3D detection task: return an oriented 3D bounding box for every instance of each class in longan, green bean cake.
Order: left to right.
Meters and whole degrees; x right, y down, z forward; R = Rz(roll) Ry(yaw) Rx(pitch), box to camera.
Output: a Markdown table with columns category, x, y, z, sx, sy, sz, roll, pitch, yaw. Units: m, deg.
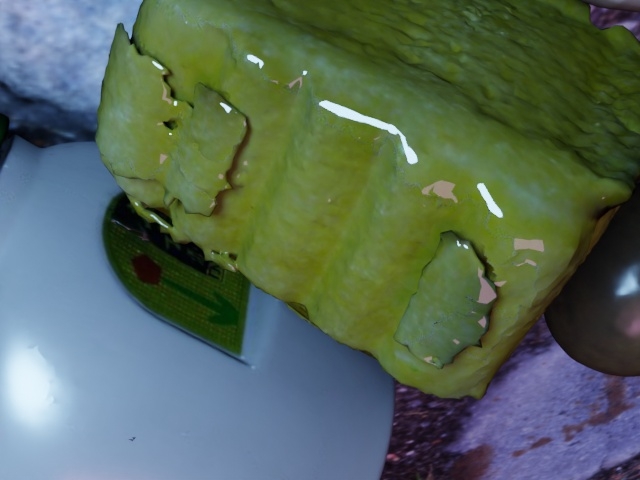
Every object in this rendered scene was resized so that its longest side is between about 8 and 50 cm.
| category | x | y | z | sx | sy | sz | roll | pitch | yaw |
| --- | --- | --- | --- | --- | --- | --- | --- | --- | --- |
| green bean cake | 0.039 | -0.064 | 0.655 | 0.310 | 0.285 | 0.202 | -42 | 162 | -51 |
| longan | 0.289 | 0.028 | 0.949 | 0.204 | 0.159 | 0.185 | -50 | 167 | -22 |

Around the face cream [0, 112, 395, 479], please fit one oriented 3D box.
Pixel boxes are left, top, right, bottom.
| category | x | y | z | sx | sy | sz | roll | pitch | yaw |
| --- | --- | --- | --- | --- | --- | --- | --- | --- | --- |
| face cream | -0.138 | 0.073 | 0.695 | 0.357 | 0.312 | 0.219 | 28 | 128 | -20 |

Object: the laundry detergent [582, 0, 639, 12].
| category | x | y | z | sx | sy | sz | roll | pitch | yaw |
| --- | --- | --- | --- | --- | --- | --- | --- | --- | --- |
| laundry detergent | 0.221 | -0.228 | 0.655 | 0.237 | 0.076 | 0.171 | -1 | 108 | -20 |
